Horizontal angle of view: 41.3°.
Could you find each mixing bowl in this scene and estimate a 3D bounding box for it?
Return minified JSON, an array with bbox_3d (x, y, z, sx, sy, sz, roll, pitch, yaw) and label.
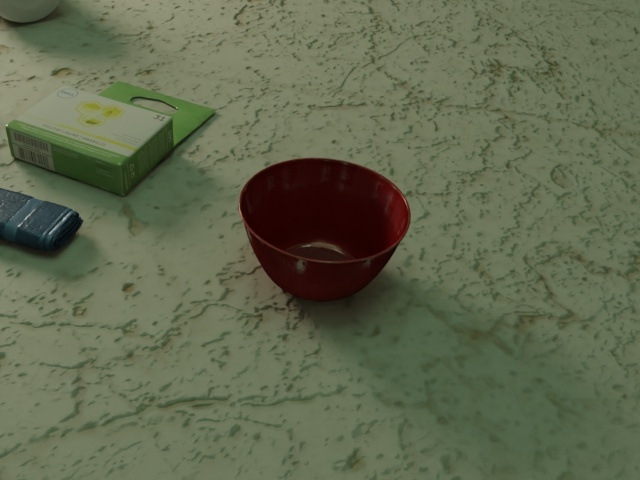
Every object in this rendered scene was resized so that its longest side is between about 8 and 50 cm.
[{"bbox_3d":[0.000,0.000,0.915,0.182,0.098,0.181,5,39,-4],"label":"mixing bowl"}]

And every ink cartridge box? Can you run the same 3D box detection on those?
[{"bbox_3d":[-0.265,-0.160,1.112,0.171,0.056,0.235,19,43,15],"label":"ink cartridge box"}]

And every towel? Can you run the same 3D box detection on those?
[{"bbox_3d":[-0.335,-0.022,0.950,0.120,0.029,0.067,17,40,11],"label":"towel"}]

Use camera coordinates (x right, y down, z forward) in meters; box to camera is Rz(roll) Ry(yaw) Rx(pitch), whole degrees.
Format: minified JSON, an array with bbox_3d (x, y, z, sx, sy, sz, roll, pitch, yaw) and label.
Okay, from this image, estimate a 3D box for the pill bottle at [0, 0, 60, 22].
[{"bbox_3d":[-0.527,-0.462,1.376,0.136,0.136,0.246,-24,48,-32],"label":"pill bottle"}]
